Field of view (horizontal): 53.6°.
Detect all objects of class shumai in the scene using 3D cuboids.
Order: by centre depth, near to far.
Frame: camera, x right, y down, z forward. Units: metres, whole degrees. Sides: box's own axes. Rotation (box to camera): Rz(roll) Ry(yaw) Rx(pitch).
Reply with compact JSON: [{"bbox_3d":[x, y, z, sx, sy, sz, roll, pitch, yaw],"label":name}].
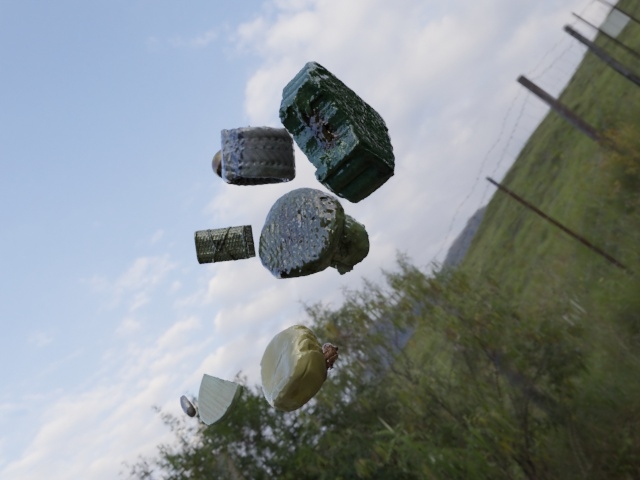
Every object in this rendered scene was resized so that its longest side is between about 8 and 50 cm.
[{"bbox_3d":[0.000,0.000,2.267,0.397,0.324,0.323,-12,-22,43],"label":"shumai"}]

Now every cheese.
[{"bbox_3d":[-0.086,0.350,1.759,0.117,0.214,0.226,24,-63,-34],"label":"cheese"}]

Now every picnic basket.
[{"bbox_3d":[-0.357,0.014,2.368,0.196,0.134,0.154,-6,-1,8],"label":"picnic basket"}]

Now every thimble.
[{"bbox_3d":[-0.186,-0.247,1.860,0.245,0.217,0.157,-5,-90,-59],"label":"thimble"}]

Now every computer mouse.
[{"bbox_3d":[-0.509,0.633,2.407,0.039,0.096,0.066,-33,-39,-24],"label":"computer mouse"}]

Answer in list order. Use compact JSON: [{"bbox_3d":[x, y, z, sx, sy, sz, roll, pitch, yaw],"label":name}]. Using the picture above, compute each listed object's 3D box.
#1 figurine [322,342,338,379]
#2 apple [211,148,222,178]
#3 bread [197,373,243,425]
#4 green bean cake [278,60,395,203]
[{"bbox_3d":[0.004,0.435,2.247,0.157,0.114,0.126,-24,-61,-13],"label":"figurine"},{"bbox_3d":[-0.322,-0.269,2.214,0.114,0.099,0.102,69,-150,-53],"label":"apple"},{"bbox_3d":[-0.244,0.384,1.506,0.193,0.036,0.112,-6,63,56],"label":"bread"},{"bbox_3d":[0.034,-0.280,1.647,0.169,0.308,0.300,-39,29,28],"label":"green bean cake"}]
